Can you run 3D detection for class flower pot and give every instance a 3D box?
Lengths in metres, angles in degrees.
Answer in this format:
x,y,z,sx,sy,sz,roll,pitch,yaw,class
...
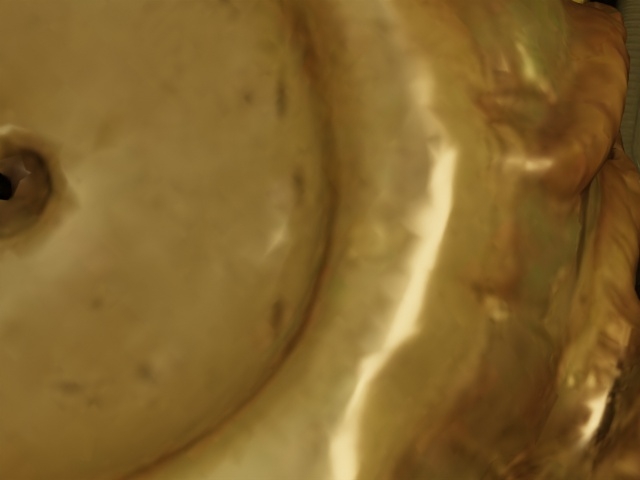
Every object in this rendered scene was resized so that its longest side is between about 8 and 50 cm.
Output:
x,y,z,sx,sy,sz,roll,pitch,yaw,class
-0.046,0.013,0.449,0.302,0.213,0.301,-1,78,6,flower pot

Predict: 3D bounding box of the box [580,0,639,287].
x,y,z,sx,sy,sz,roll,pitch,yaw,class
0.184,-0.035,0.536,0.201,0.090,0.144,14,70,3,box

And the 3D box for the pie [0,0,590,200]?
x,y,z,sx,sy,sz,roll,pitch,yaw,class
0.000,0.000,0.602,0.323,0.070,0.323,0,75,1,pie
